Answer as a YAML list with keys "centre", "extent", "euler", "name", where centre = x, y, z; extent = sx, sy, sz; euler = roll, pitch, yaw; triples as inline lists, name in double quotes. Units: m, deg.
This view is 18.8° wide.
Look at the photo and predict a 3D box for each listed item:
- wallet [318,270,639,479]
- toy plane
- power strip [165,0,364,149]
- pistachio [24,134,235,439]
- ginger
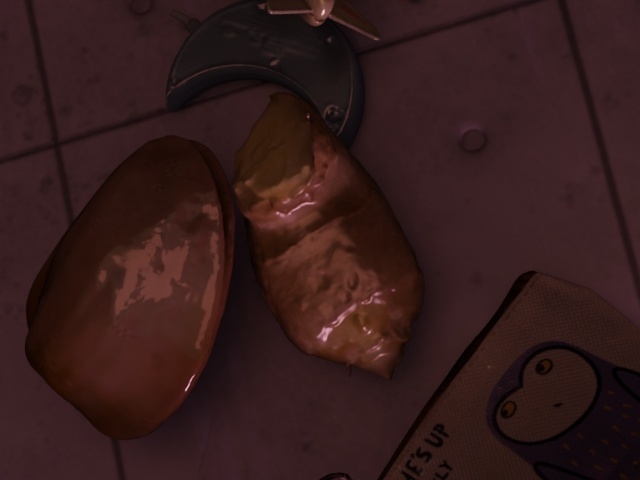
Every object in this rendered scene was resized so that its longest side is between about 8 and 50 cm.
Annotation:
- centre: [0.176, 0.192, 1.617]
  extent: [0.275, 0.068, 0.335]
  euler: [31, 74, 27]
  name: "wallet"
- centre: [-0.026, -0.281, 1.766]
  extent: [0.104, 0.242, 0.256]
  euler: [-61, 35, 31]
  name: "toy plane"
- centre: [-0.055, -0.161, 1.803]
  extent: [0.216, 0.044, 0.137]
  euler: [21, 85, 17]
  name: "power strip"
- centre: [-0.155, 0.040, 1.711]
  extent: [0.213, 0.163, 0.260]
  euler: [41, 111, 31]
  name: "pistachio"
- centre: [0.000, 0.000, 1.706]
  extent: [0.138, 0.152, 0.267]
  euler: [-28, 93, 10]
  name: "ginger"
